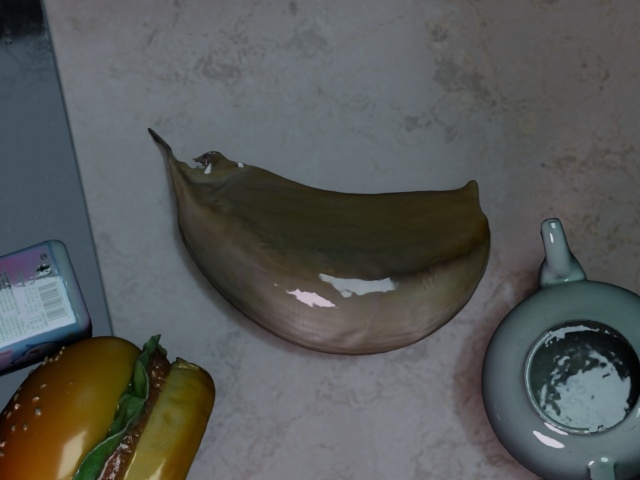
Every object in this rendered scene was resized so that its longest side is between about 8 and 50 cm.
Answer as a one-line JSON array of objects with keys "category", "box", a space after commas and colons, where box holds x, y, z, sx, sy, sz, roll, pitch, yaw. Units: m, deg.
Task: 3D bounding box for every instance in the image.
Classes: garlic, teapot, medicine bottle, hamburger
[{"category": "garlic", "box": [-0.013, 0.010, 1.475, 0.338, 0.151, 0.196, 9, 55, 0]}, {"category": "teapot", "box": [0.245, 0.132, 1.464, 0.193, 0.129, 0.294, -12, 77, 8]}, {"category": "medicine bottle", "box": [-0.306, 0.073, 1.413, 0.188, 0.119, 0.094, -19, 84, -10]}, {"category": "hamburger", "box": [-0.201, 0.186, 1.363, 0.170, 0.246, 0.246, 22, 81, -3]}]
